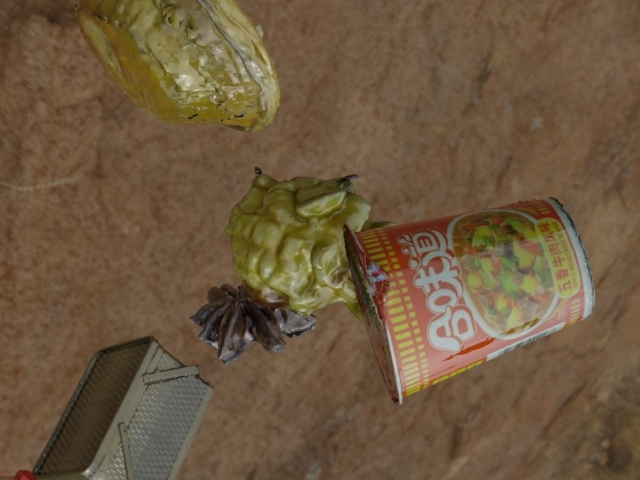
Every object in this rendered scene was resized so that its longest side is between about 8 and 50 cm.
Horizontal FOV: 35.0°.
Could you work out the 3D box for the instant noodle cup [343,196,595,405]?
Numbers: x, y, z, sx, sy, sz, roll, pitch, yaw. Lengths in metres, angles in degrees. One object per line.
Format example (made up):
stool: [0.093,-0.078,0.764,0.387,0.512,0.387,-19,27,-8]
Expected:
instant noodle cup: [0.148,0.044,1.010,0.212,0.193,0.193,-16,135,-3]

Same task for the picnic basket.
picnic basket: [-0.294,0.288,1.526,0.139,0.165,0.266,45,48,-28]

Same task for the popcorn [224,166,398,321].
popcorn: [-0.002,0.001,1.206,0.218,0.189,0.169,-3,101,-43]

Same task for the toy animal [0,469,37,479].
toy animal: [-0.256,0.273,0.828,0.171,0.198,0.171,-58,161,-33]

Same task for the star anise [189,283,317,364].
star anise: [-0.120,0.126,1.702,0.229,0.236,0.093,-29,120,-38]

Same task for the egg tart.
egg tart: [-0.254,-0.324,1.650,0.178,0.443,0.443,-43,141,-14]
